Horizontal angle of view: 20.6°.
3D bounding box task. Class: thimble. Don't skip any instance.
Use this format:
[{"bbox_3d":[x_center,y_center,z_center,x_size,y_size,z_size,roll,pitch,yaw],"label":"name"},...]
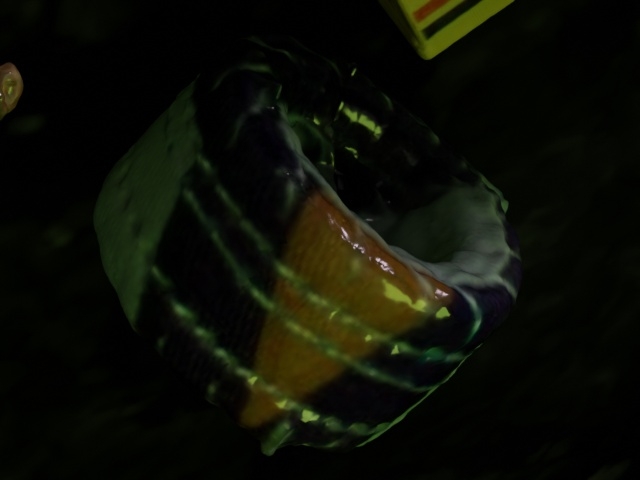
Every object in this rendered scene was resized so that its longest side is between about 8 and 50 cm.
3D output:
[{"bbox_3d":[0.000,0.000,1.003,0.150,0.237,0.237,-45,147,25],"label":"thimble"}]

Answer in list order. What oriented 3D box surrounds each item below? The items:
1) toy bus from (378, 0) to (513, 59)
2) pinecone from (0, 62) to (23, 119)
[{"bbox_3d":[0.156,-0.240,0.919,0.335,0.121,0.123,-35,142,3],"label":"toy bus"},{"bbox_3d":[-0.235,-0.085,0.717,0.169,0.212,0.185,-58,-161,-20],"label":"pinecone"}]
